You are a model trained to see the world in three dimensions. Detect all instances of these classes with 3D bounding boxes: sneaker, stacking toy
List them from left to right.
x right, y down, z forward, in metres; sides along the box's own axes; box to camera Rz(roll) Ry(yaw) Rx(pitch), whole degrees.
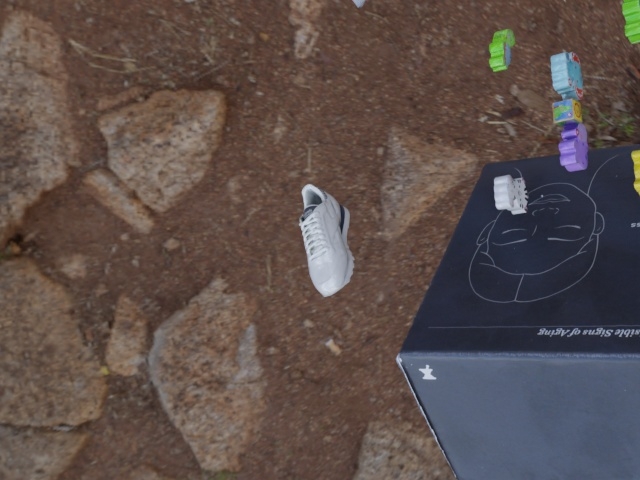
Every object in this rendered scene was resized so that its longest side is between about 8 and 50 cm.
[{"bbox_3d":[0.000,0.000,1.455,0.090,0.095,0.235,-27,41,20],"label":"sneaker"},{"bbox_3d":[0.267,-0.138,0.846,0.167,0.052,0.221,-7,81,39],"label":"stacking toy"}]

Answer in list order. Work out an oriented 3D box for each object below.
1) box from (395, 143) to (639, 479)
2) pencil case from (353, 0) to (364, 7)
[{"bbox_3d":[0.440,0.102,1.186,0.480,0.471,0.297,-4,125,34],"label":"box"},{"bbox_3d":[0.151,-0.543,1.466,0.273,0.124,0.113,-29,104,14],"label":"pencil case"}]
